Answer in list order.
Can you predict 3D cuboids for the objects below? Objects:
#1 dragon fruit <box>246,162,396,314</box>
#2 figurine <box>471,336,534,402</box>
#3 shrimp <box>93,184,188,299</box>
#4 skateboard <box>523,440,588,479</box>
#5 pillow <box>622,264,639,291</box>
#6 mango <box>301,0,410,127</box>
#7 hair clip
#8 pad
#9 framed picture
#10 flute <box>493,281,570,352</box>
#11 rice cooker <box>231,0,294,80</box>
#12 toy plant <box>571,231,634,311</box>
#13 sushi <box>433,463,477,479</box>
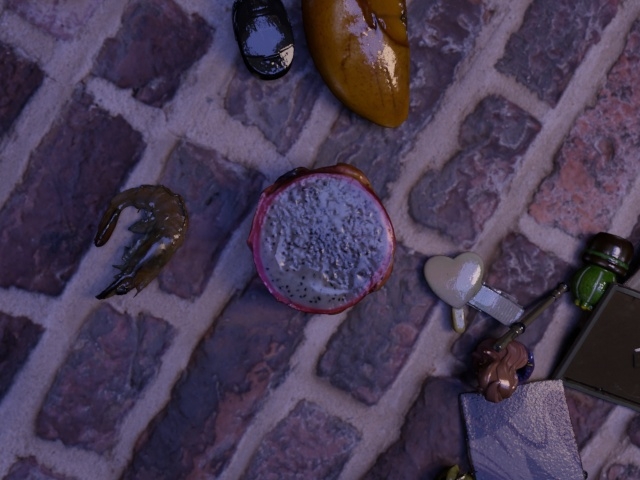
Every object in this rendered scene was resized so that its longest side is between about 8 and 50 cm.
[{"bbox_3d":[0.000,0.000,1.188,0.290,0.189,0.291,0,92,4],"label":"dragon fruit"},{"bbox_3d":[0.353,0.252,1.233,0.126,0.157,0.114,-13,88,36],"label":"figurine"},{"bbox_3d":[-0.369,-0.004,1.216,0.173,0.058,0.253,44,84,4],"label":"shrimp"},{"bbox_3d":[0.468,0.468,1.295,0.151,0.067,0.080,29,99,1],"label":"skateboard"},{"bbox_3d":[0.685,0.064,1.284,0.233,0.038,0.130,-50,134,-3],"label":"pillow"},{"bbox_3d":[0.083,-0.382,1.191,0.199,0.201,0.350,-11,102,32],"label":"mango"},{"bbox_3d":[0.302,0.110,1.269,0.218,0.071,0.159,30,91,0],"label":"hair clip"},{"bbox_3d":[0.416,0.460,1.255,0.220,0.004,0.330,-11,78,6],"label":"pad"},{"bbox_3d":[0.680,0.242,1.272,0.335,0.022,0.247,19,111,-7],"label":"framed picture"},{"bbox_3d":[0.426,0.154,1.251,0.233,0.027,0.027,-33,94,-27],"label":"flute"},{"bbox_3d":[-0.108,-0.394,1.202,0.112,0.106,0.165,-14,88,-4],"label":"rice cooker"},{"bbox_3d":[0.573,0.068,1.273,0.092,0.093,0.162,23,90,-5],"label":"toy plant"},{"bbox_3d":[0.258,0.594,1.217,0.131,0.139,0.291,5,65,-7],"label":"sushi"}]
